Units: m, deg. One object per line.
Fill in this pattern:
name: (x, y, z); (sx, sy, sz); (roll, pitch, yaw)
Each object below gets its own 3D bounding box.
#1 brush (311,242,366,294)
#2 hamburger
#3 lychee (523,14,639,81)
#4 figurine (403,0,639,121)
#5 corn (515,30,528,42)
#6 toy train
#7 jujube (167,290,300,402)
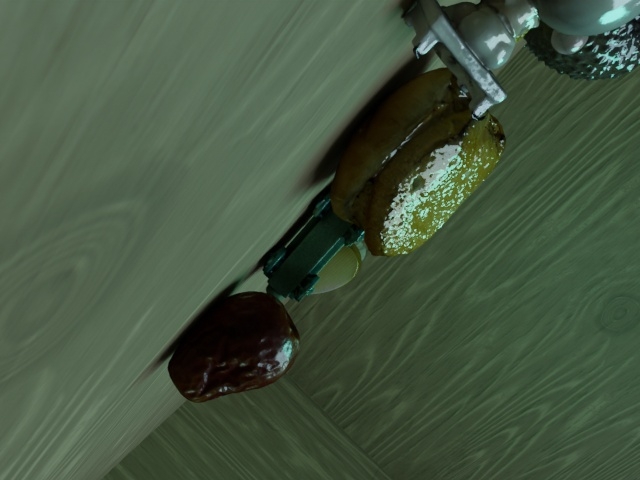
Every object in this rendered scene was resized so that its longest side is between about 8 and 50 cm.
brush: (0.028, 0.082, 1.804); (0.267, 0.174, 0.166); (-39, -173, 16)
hamburger: (0.159, -0.127, 0.826); (0.314, 0.170, 0.290); (-51, 159, 16)
lychee: (0.514, -0.448, 0.953); (0.300, 0.300, 0.300); (-46, 176, -5)
figurine: (0.219, -0.246, 0.497); (0.257, 0.182, 0.144); (-30, -157, 30)
corn: (0.360, -0.427, 0.824); (0.081, 0.081, 0.248); (-44, 173, -26)
toy train: (0.000, 0.000, 1.078); (0.298, 0.120, 0.194); (-47, 180, 16)
jujube: (-0.168, 0.212, 0.998); (0.255, 0.190, 0.190); (-33, 174, -5)
